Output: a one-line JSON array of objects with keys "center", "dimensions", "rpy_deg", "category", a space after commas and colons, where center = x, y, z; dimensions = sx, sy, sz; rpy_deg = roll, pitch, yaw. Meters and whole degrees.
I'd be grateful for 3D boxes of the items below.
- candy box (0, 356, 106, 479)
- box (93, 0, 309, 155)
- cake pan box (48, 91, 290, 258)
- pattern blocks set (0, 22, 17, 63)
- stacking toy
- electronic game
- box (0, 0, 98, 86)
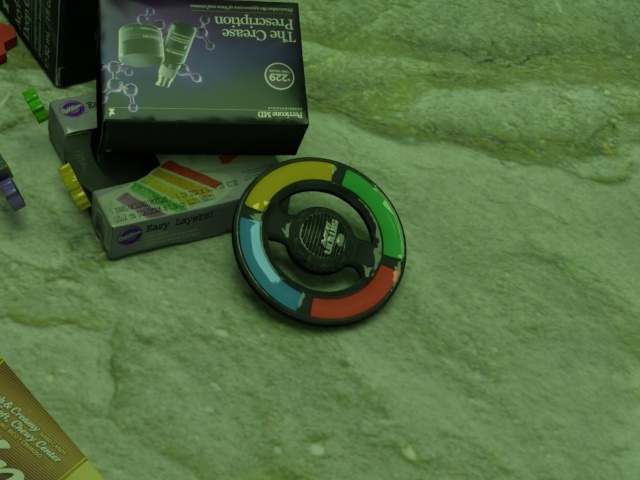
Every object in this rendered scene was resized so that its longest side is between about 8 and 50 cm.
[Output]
[{"center": [-0.291, 0.273, 1.255], "dimensions": [0.183, 0.087, 0.316], "rpy_deg": [-30, 60, -33], "category": "candy box"}, {"center": [-0.156, -0.211, 1.730], "dimensions": [0.261, 0.103, 0.184], "rpy_deg": [-1, 71, -13], "category": "box"}, {"center": [-0.206, -0.107, 1.772], "dimensions": [0.267, 0.070, 0.245], "rpy_deg": [-13, 51, -23], "category": "cake pan box"}, {"center": [-0.594, -0.232, 1.827], "dimensions": [0.286, 0.026, 0.324], "rpy_deg": [18, 48, 5], "category": "pattern blocks set"}, {"center": [-0.399, -0.083, 1.690], "dimensions": [0.167, 0.052, 0.221], "rpy_deg": [-28, 51, -6], "category": "stacking toy"}, {"center": [0.000, 0.000, 1.692], "dimensions": [0.229, 0.048, 0.229], "rpy_deg": [7, 66, -16], "category": "electronic game"}, {"center": [-0.366, -0.470, 1.909], "dimensions": [0.212, 0.293, 0.395], "rpy_deg": [-21, 56, -28], "category": "box"}]
